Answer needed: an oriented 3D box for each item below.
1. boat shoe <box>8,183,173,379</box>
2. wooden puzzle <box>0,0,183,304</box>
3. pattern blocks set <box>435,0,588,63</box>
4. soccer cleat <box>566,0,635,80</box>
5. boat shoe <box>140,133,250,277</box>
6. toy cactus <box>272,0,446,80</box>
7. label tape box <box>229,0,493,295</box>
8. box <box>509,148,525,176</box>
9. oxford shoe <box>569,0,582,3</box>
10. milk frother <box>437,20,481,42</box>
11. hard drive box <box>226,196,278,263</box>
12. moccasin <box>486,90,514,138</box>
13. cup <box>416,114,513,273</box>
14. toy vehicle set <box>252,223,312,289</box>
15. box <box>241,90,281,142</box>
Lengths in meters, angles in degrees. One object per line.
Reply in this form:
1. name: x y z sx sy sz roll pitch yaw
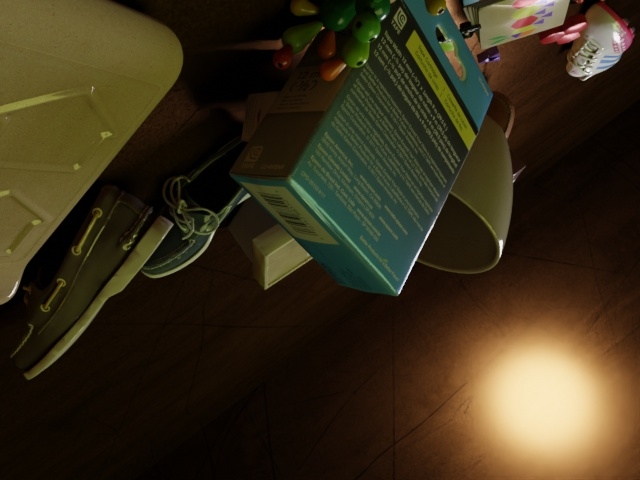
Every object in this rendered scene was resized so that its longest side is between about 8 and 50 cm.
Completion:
1. boat shoe: -0.322 0.060 0.828 0.324 0.097 0.116 -43 -165 25
2. wooden puzzle: -0.314 -0.074 0.506 0.348 0.080 0.322 -48 163 19
3. pattern blocks set: 0.306 -0.350 0.974 0.286 0.026 0.325 -13 173 6
4. soccer cleat: 0.643 -0.448 1.487 0.143 0.116 0.331 -44 164 19
5. boat shoe: -0.163 -0.050 0.868 0.255 0.095 0.079 -39 166 0
6. toy cactus: 0.051 -0.269 0.683 0.219 0.112 0.180 -25 -150 36
7. label tape box: 0.073 -0.141 0.818 0.249 0.115 0.347 46 63 -39
8. box: 0.376 -0.160 1.626 0.169 0.167 0.203 -32 164 -19
9. oxford shoe: 0.342 -0.439 0.936 0.271 0.097 0.098 0 110 -60
10. milk frother: 0.181 -0.240 0.953 0.143 0.134 0.129 -9 -149 33
11. hard drive box: -0.028 -0.079 1.099 0.181 0.089 0.232 -20 157 -48
12. moccasin: 0.284 -0.176 1.441 0.380 0.139 0.147 -43 168 26
13. cup: 0.238 -0.126 1.239 0.236 0.331 0.331 -59 172 -20
14. toy vehicle set: 0.003 -0.025 1.085 0.267 0.035 0.166 -33 164 -18
15. box: 0.031 -0.136 0.903 0.324 0.063 0.067 11 88 -47
